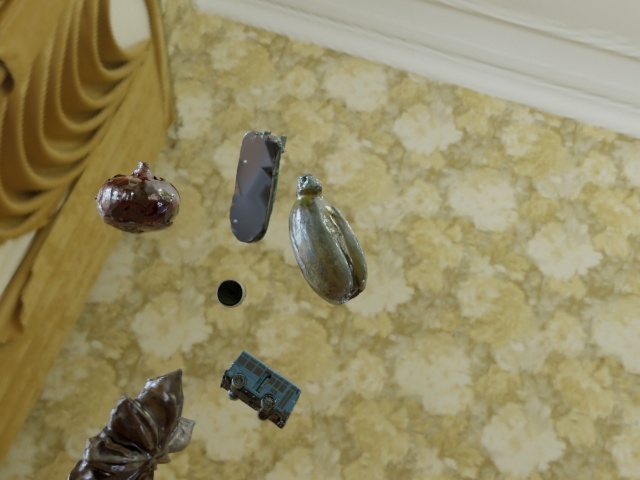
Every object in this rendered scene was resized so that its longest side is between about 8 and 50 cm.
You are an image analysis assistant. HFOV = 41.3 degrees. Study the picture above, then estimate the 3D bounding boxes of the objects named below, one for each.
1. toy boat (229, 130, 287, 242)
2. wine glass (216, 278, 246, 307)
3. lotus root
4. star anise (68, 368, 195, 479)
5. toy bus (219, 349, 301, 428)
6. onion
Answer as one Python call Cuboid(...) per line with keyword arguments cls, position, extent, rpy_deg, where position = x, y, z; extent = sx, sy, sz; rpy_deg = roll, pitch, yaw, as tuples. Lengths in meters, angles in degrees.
Cuboid(cls="toy boat", position=(-0.156, -0.139, 2.261), extent=(0.134, 0.298, 0.092), rpy_deg=(21, 18, 34))
Cuboid(cls="wine glass", position=(-0.238, 0.141, 2.272), extent=(0.079, 0.079, 0.195), rpy_deg=(23, -5, -2))
Cuboid(cls="lotus root", position=(0.000, 0.000, 2.008), extent=(0.158, 0.322, 0.140), rpy_deg=(-7, -23, -45))
Cuboid(cls="star anise", position=(-0.330, 0.364, 1.559), extent=(0.108, 0.315, 0.315), rpy_deg=(30, -24, 22))
Cuboid(cls="toy bus", position=(-0.137, 0.353, 2.019), extent=(0.185, 0.106, 0.090), rpy_deg=(33, -36, 8))
Cuboid(cls="onion", position=(-0.534, -0.126, 2.500), extent=(0.252, 0.219, 0.252), rpy_deg=(2, 0, 0))
